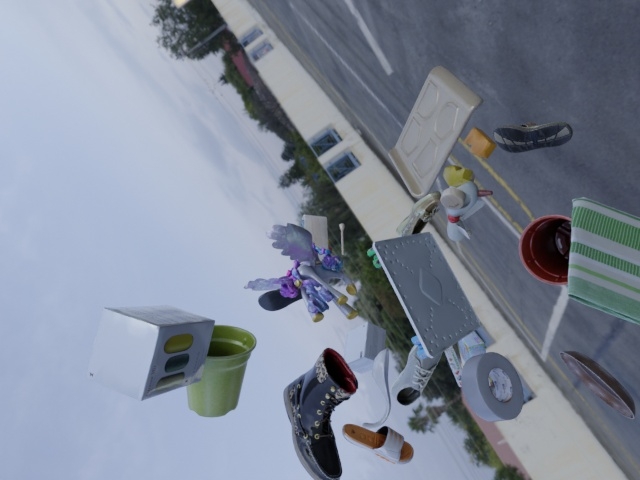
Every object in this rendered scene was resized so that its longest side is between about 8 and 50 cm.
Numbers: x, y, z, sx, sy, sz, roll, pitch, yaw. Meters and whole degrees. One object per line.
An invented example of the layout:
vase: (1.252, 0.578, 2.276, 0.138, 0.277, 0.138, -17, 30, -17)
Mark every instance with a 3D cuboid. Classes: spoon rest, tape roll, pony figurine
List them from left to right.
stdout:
pony figurine: (-0.051, 0.124, 1.526, 0.351, 0.303, 0.363, 6, -145, -46)
spoon rest: (0.215, 0.518, 1.489, 0.137, 0.084, 0.276, 51, -129, -67)
tape roll: (0.583, 0.495, 1.443, 0.219, 0.072, 0.219, 14, -122, -24)

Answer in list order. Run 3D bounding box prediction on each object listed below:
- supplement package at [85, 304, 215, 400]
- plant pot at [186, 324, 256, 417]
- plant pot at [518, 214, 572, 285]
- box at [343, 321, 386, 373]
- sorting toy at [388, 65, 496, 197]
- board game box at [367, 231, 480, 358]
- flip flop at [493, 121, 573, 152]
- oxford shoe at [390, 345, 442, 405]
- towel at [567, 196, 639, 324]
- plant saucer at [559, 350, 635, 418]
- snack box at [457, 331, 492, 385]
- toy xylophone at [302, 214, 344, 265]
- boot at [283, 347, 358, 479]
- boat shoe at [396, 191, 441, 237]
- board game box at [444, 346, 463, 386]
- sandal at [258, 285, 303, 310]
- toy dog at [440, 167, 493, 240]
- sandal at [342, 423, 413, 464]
supplement package: (-0.476, 0.308, 1.224, 0.198, 0.199, 0.262, 12, 177, 19)
plant pot: (-0.377, 0.473, 1.528, 0.276, 0.276, 0.254, -90, 6, -79)
plant pot: (0.989, 0.019, 1.702, 0.265, 0.272, 0.272, -11, -120, -40)
box: (0.207, 0.510, 2.016, 0.119, 0.182, 0.181, 28, -131, -20)
sorting toy: (0.247, -0.202, 0.875, 0.041, 0.229, 0.307, 12, -144, -21)
board game box: (0.359, 0.166, 1.448, 0.390, 0.050, 0.390, -9, -111, -48)
flip flop: (0.791, -0.399, 1.594, 0.277, 0.080, 0.112, 2, 128, 42)
oxford shoe: (0.508, 0.673, 2.182, 0.169, 0.449, 0.130, 23, -162, -12)
towel: (0.729, 0.047, 1.044, 0.248, 0.325, 0.038, 23, 148, 4)
plant saucer: (1.059, 0.533, 1.619, 0.310, 0.050, 0.310, 48, -177, -3)
snack box: (0.620, 0.465, 1.734, 0.174, 0.070, 0.207, -102, -7, -71)
toy xylophone: (0.000, 0.000, 2.096, 0.081, 0.236, 0.323, 111, 170, -54)
boot: (0.021, 0.583, 1.440, 0.138, 0.284, 0.377, 14, -147, -35)
boat shoe: (0.421, -0.090, 1.765, 0.089, 0.104, 0.285, 64, 147, 27)
board game box: (0.719, 0.654, 2.298, 0.305, 0.053, 0.193, 18, -130, -77)
sandal: (-0.161, 0.253, 1.938, 0.054, 0.254, 0.097, -145, 44, -65)
toy dog: (0.553, -0.120, 1.584, 0.161, 0.220, 0.333, 15, 169, 28)
sandal: (0.206, 0.683, 1.462, 0.265, 0.076, 0.102, 20, -155, -3)
